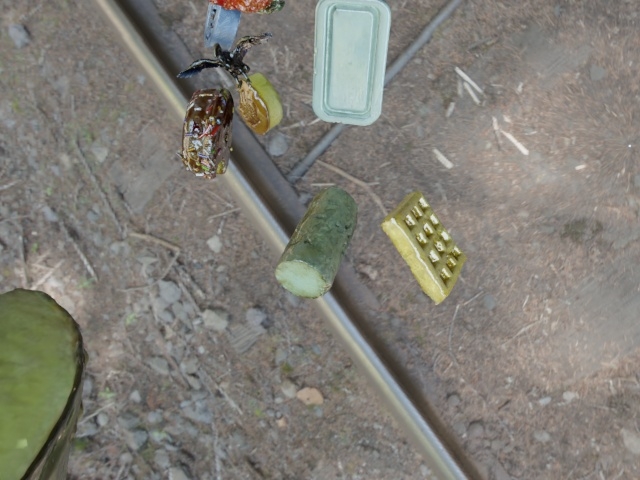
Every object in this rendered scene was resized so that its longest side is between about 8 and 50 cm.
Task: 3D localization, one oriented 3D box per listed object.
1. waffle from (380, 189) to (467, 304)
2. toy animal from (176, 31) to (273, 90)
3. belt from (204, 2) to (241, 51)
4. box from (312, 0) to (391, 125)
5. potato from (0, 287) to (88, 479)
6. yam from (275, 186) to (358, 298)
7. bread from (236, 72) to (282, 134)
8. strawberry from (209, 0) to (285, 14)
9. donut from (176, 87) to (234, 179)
[{"bbox_3d":[0.266,0.009,1.462,0.055,0.221,0.247,-31,97,33],"label":"waffle"},{"bbox_3d":[-0.177,-0.350,1.148,0.220,0.108,0.062,-19,52,24],"label":"toy animal"},{"bbox_3d":[-0.288,-0.662,1.736,0.141,0.082,0.190,58,136,49],"label":"belt"},{"bbox_3d":[0.082,-0.471,1.467,0.176,0.182,0.311,7,126,6],"label":"box"},{"bbox_3d":[-0.251,0.213,0.422,0.112,0.269,0.255,18,121,1],"label":"potato"},{"bbox_3d":[0.000,0.000,1.062,0.108,0.194,0.107,16,144,12],"label":"yam"},{"bbox_3d":[-0.154,-0.343,1.496,0.125,0.086,0.156,43,154,22],"label":"bread"},{"bbox_3d":[-0.173,-0.557,1.174,0.236,0.175,0.106,27,150,-1],"label":"strawberry"},{"bbox_3d":[-0.259,-0.245,1.333,0.096,0.230,0.216,8,111,0],"label":"donut"}]
